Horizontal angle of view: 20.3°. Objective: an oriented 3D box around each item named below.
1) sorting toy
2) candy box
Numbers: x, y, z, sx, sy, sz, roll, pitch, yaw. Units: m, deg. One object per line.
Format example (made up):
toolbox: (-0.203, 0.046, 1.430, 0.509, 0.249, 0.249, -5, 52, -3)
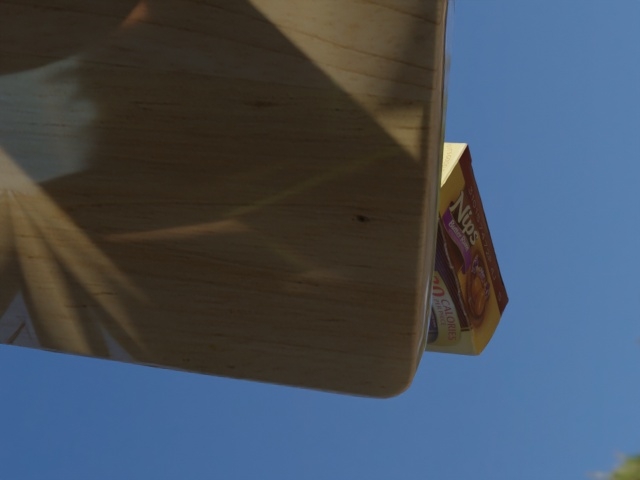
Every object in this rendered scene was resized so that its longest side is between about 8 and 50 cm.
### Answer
sorting toy: (-0.084, -0.106, 0.493, 0.089, 0.257, 0.256, -57, -27, -65)
candy box: (0.000, 0.000, 0.973, 0.053, 0.186, 0.109, -57, -41, -43)
